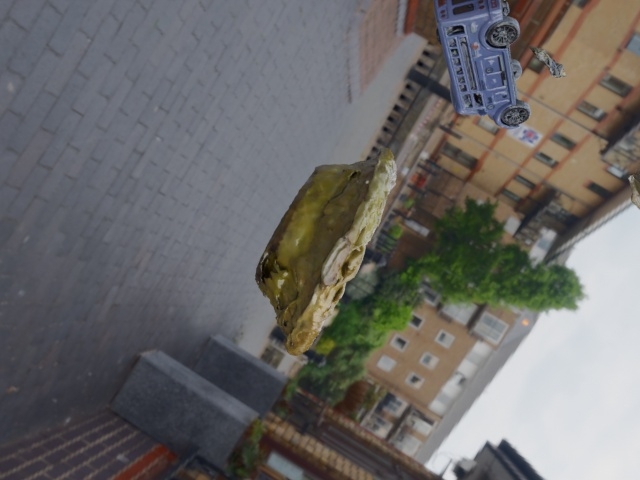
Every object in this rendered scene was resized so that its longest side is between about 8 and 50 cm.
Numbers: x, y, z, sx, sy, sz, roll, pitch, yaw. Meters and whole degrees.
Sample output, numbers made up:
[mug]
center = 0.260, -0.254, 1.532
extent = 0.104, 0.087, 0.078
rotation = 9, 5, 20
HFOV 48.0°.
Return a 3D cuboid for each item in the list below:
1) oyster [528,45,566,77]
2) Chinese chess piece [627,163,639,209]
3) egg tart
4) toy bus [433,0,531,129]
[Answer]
[oyster]
center = 0.392, -0.309, 1.238
extent = 0.019, 0.083, 0.054
rotation = -42, -166, 31
[Chinese chess piece]
center = 0.487, 0.018, 0.795
extent = 0.141, 0.338, 0.338
rotation = -35, -178, 17
[egg tart]
center = 0.001, -0.002, 1.039
extent = 0.341, 0.129, 0.341
rotation = -60, 180, 0
[toy bus]
center = 0.276, -0.312, 1.232
extent = 0.292, 0.133, 0.125
rotation = 58, 28, -53
